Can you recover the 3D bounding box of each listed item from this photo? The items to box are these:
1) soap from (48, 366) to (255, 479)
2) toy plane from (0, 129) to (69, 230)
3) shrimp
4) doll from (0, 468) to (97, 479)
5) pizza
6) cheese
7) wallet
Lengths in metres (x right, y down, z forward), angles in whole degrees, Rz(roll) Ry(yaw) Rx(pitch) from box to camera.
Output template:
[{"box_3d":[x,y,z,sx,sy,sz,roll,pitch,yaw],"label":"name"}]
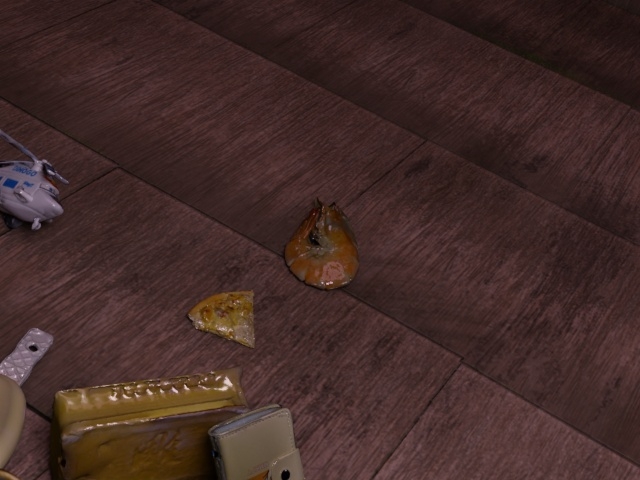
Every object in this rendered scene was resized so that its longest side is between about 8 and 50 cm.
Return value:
[{"box_3d":[-0.199,0.232,1.274,0.233,0.135,0.076,-6,42,-25],"label":"soap"},{"box_3d":[-0.483,-0.094,1.603,0.273,0.182,0.107,24,70,14],"label":"toy plane"},{"box_3d":[0.000,-0.001,1.713,0.115,0.051,0.217,5,41,-10],"label":"shrimp"},{"box_3d":[-0.383,0.292,1.018,0.340,0.209,0.318,27,31,-25],"label":"doll"},{"box_3d":[-0.121,0.112,1.545,0.123,0.026,0.108,-21,52,-38],"label":"pizza"},{"box_3d":[-0.402,0.190,1.327,0.127,0.054,0.251,22,37,3],"label":"cheese"},{"box_3d":[-0.071,0.276,1.255,0.110,0.155,0.039,-18,15,-35],"label":"wallet"}]
